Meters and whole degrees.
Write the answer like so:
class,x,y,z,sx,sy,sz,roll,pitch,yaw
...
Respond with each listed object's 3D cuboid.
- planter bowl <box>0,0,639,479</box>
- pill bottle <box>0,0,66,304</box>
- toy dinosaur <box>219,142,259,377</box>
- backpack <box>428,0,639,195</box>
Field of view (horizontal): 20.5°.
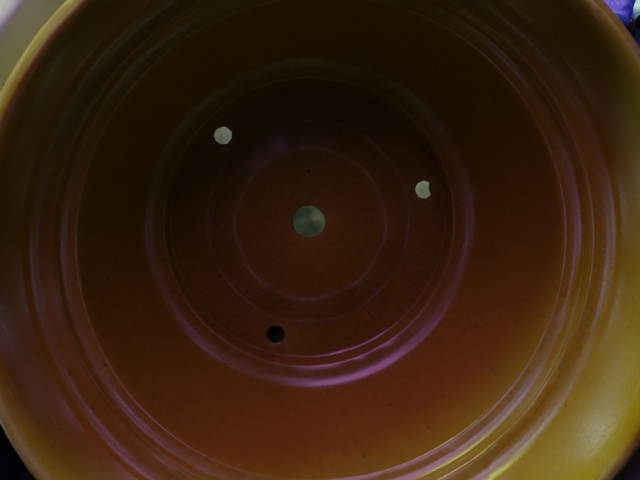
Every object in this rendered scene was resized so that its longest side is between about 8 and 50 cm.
class,x,y,z,sx,sy,sz,roll,pitch,yaw
planter bowl,0.000,0.000,0.557,0.217,0.217,0.090,-16,11,-4
pill bottle,-0.230,-0.049,0.623,0.334,0.188,0.188,10,49,20
toy dinosaur,-0.042,-0.003,0.643,0.082,0.047,0.090,10,57,46
backpack,0.132,-0.079,0.626,0.173,0.117,0.158,9,49,17
